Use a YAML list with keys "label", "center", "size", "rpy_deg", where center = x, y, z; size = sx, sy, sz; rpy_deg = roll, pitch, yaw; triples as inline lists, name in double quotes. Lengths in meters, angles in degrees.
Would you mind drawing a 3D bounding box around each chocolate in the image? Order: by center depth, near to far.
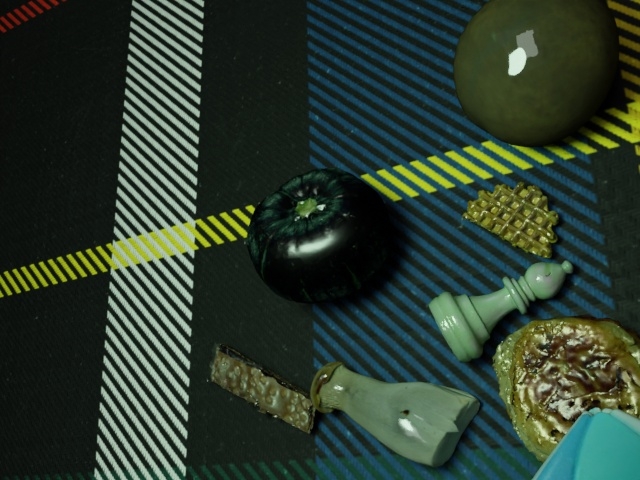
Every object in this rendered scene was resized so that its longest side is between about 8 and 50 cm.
- label: "chocolate"
  center: [-0.129, 0.326, 1.613]
  size: [0.329, 0.065, 0.102]
  rpy_deg: [20, 99, 37]

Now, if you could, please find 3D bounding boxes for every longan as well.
- label: "longan"
  center: [0.409, -0.340, 1.368]
  size: [0.319, 0.319, 0.319]
  rpy_deg: [-11, 68, 29]

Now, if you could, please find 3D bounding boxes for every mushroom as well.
- label: "mushroom"
  center: [0.135, 0.328, 1.422]
  size: [0.329, 0.122, 0.159]
  rpy_deg: [16, 45, 34]

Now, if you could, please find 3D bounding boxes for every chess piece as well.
- label: "chess piece"
  center: [0.351, 0.112, 1.354]
  size: [0.272, 0.139, 0.139]
  rpy_deg: [-30, 59, 7]

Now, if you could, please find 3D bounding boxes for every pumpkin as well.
- label: "pumpkin"
  center: [0.000, 0.000, 1.542]
  size: [0.315, 0.238, 0.315]
  rpy_deg: [-10, 56, 15]

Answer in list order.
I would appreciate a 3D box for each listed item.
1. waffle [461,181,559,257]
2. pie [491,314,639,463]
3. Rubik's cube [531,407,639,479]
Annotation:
- label: "waffle"
  center: [0.374, -0.037, 1.423]
  size: [0.192, 0.046, 0.160]
  rpy_deg: [-6, 70, 32]
- label: "pie"
  center: [0.445, 0.268, 1.248]
  size: [0.308, 0.085, 0.308]
  rpy_deg: [-10, 69, 29]
- label: "Rubik's cube"
  center: [0.428, 0.486, 0.963]
  size: [0.347, 0.352, 0.351]
  rpy_deg: [28, 65, 35]
